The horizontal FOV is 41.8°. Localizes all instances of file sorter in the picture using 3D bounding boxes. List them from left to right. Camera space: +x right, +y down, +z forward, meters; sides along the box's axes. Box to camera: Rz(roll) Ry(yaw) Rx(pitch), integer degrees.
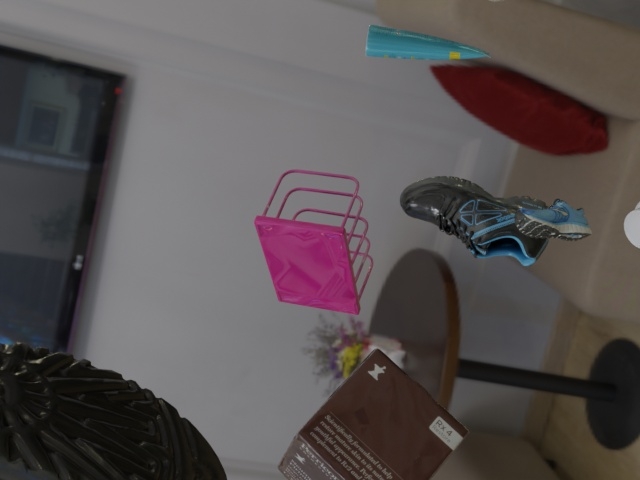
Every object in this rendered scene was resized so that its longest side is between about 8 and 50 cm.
[{"bbox_3d":[0.000,0.000,1.916,0.291,0.202,0.182,77,-152,-48],"label":"file sorter"}]

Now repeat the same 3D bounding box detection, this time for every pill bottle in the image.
[{"bbox_3d":[0.552,-0.040,1.318,0.086,0.152,0.086,37,137,44],"label":"pill bottle"}]

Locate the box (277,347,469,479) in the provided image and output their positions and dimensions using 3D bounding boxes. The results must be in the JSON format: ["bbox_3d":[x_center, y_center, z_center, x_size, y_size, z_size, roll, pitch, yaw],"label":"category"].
[{"bbox_3d":[0.065,0.289,1.155,0.167,0.168,0.203,-42,-13,-27],"label":"box"}]

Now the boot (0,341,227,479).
[{"bbox_3d":[-0.264,0.194,0.556,0.260,0.348,0.131,-60,24,19],"label":"boot"}]

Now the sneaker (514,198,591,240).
[{"bbox_3d":[0.440,-0.044,1.602,0.063,0.162,0.073,143,131,-60],"label":"sneaker"}]

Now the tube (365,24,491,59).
[{"bbox_3d":[0.180,-0.324,1.402,0.080,0.207,0.052,-68,-15,-66],"label":"tube"}]

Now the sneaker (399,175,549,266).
[{"bbox_3d":[0.327,-0.044,1.820,0.125,0.340,0.140,72,-145,-55],"label":"sneaker"}]
